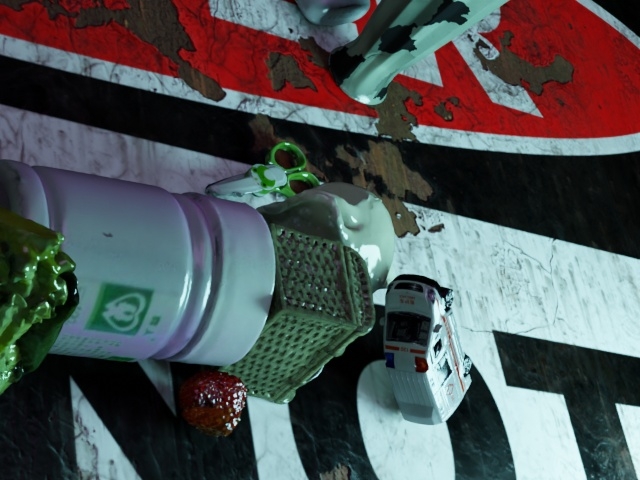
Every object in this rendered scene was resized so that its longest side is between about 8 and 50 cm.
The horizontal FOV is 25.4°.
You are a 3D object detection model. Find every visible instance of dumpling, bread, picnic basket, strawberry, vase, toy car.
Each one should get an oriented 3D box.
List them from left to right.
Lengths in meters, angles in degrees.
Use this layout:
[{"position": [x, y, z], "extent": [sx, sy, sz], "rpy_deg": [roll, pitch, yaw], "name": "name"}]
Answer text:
[{"position": [-0.431, 0.039, 1.378], "extent": [0.376, 0.251, 0.208], "rpy_deg": [24, 57, 20], "name": "bread"}, {"position": [-0.133, 0.192, 1.701], "extent": [0.096, 0.083, 0.083], "rpy_deg": [40, 29, -61], "name": "strawberry"}, {"position": [-0.043, 0.098, 1.769], "extent": [0.154, 0.196, 0.134], "rpy_deg": [14, 49, -31], "name": "picnic basket"}, {"position": [0.000, 0.000, 1.875], "extent": [0.258, 0.193, 0.147], "rpy_deg": [57, 43, -59], "name": "dumpling"}, {"position": [0.132, 0.145, 1.888], "extent": [0.108, 0.089, 0.210], "rpy_deg": [-54, 140, -38], "name": "toy car"}, {"position": [0.158, -0.354, 2.156], "extent": [0.165, 0.360, 0.165], "rpy_deg": [22, 48, -27], "name": "vase"}]

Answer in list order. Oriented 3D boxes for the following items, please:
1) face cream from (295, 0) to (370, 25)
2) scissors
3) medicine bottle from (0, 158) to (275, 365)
[{"position": [-0.031, -0.482, 2.314], "extent": [0.144, 0.071, 0.291], "rpy_deg": [-11, 67, -45], "name": "face cream"}, {"position": [-0.085, -0.086, 1.998], "extent": [0.204, 0.027, 0.101], "rpy_deg": [-14, 68, -47], "name": "scissors"}, {"position": [-0.241, 0.032, 1.639], "extent": [0.325, 0.212, 0.212], "rpy_deg": [9, 54, -35], "name": "medicine bottle"}]
